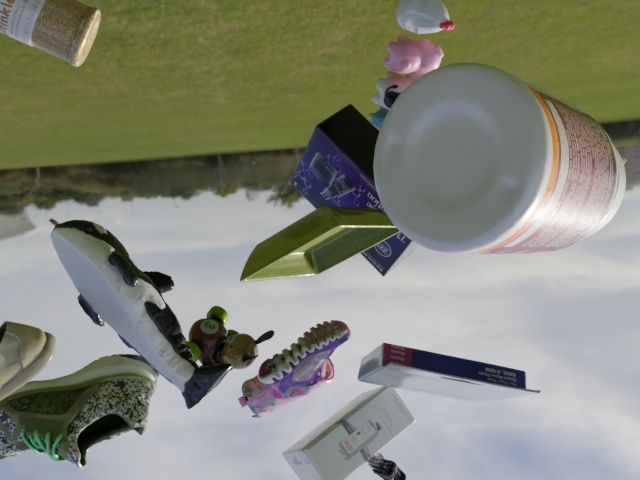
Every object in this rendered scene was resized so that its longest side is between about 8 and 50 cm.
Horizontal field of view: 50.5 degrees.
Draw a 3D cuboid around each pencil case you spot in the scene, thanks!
[{"bbox_3d":[-0.098,0.401,1.930,0.284,0.124,0.124,-31,174,25],"label":"pencil case"}]

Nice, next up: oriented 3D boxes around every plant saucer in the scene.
[{"bbox_3d":[0.000,0.000,0.976,0.188,0.045,0.188,-30,164,32],"label":"plant saucer"}]

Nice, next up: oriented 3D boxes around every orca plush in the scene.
[{"bbox_3d":[-0.217,0.071,0.881,0.287,0.151,0.102,37,-136,15],"label":"orca plush"}]

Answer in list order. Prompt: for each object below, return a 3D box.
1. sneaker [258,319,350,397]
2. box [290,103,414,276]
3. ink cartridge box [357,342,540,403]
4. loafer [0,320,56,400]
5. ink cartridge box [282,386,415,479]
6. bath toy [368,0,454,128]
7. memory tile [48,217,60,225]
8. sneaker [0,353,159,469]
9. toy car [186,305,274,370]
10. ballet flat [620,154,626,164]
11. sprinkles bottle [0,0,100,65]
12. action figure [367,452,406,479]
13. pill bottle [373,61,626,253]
[{"bbox_3d":[-0.024,0.278,1.570,0.236,0.104,0.095,-35,-162,2],"label":"sneaker"},{"bbox_3d":[0.086,-0.089,1.254,0.103,0.261,0.184,-38,167,-31],"label":"box"},{"bbox_3d":[0.275,0.298,1.527,0.324,0.071,0.330,12,160,-6],"label":"ink cartridge box"},{"bbox_3d":[-0.528,0.214,1.017,0.268,0.092,0.102,-42,-149,-10],"label":"loafer"},{"bbox_3d":[0.068,0.496,1.712,0.283,0.117,0.207,-31,174,-26],"label":"ink cartridge box"},{"bbox_3d":[0.223,-0.410,1.592,0.129,0.348,0.151,29,-134,18],"label":"bath toy"},{"bbox_3d":[-0.687,-0.022,1.854,0.113,0.012,0.148,37,167,-14],"label":"memory tile"},{"bbox_3d":[-0.512,0.370,1.338,0.411,0.158,0.182,-24,-138,2],"label":"sneaker"},{"bbox_3d":[-0.203,0.244,1.581,0.189,0.148,0.155,-8,-149,34],"label":"toy car"},{"bbox_3d":[0.568,-0.191,1.459,0.168,0.052,0.057,7,-170,34],"label":"ballet flat"},{"bbox_3d":[-0.596,-0.451,1.251,0.356,0.121,0.121,23,178,-16],"label":"sprinkles bottle"},{"bbox_3d":[0.141,0.630,1.750,0.141,0.164,0.275,26,155,14],"label":"action figure"},{"bbox_3d":[0.266,-0.092,0.927,0.224,0.223,0.392,0,179,38],"label":"pill bottle"}]
